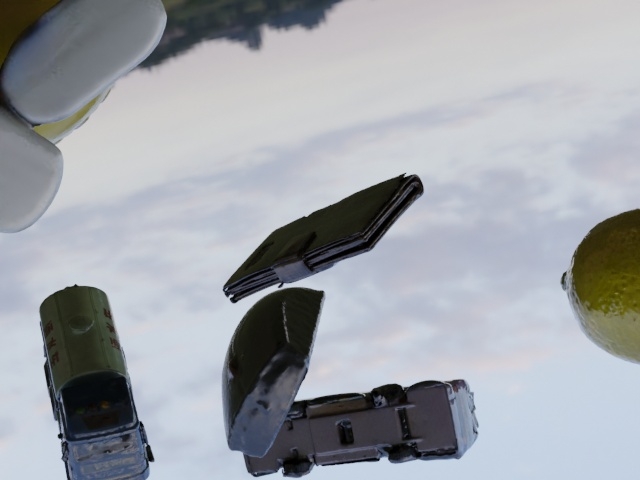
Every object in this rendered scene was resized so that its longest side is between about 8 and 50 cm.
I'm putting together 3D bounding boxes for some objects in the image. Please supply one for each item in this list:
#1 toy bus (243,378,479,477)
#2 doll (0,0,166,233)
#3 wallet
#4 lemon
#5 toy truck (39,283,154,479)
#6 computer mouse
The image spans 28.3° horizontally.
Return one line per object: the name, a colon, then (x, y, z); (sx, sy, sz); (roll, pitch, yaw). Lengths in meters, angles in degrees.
toy bus: (0.051, 0.251, 1.729); (0.317, 0.112, 0.138); (-9, 179, 26)
doll: (-0.235, -0.155, 1.052); (0.348, 0.161, 0.423); (-26, -154, 22)
wallet: (0.000, 0.000, 1.340); (0.230, 0.042, 0.124); (-19, -158, 45)
lemon: (0.516, 0.067, 1.886); (0.320, 0.245, 0.245); (3, -163, 20)
toy truck: (-0.188, 0.114, 1.048); (0.074, 0.088, 0.201); (-9, -145, -14)
computer mouse: (-0.070, 0.149, 1.638); (0.100, 0.170, 0.269); (21, -160, -2)
